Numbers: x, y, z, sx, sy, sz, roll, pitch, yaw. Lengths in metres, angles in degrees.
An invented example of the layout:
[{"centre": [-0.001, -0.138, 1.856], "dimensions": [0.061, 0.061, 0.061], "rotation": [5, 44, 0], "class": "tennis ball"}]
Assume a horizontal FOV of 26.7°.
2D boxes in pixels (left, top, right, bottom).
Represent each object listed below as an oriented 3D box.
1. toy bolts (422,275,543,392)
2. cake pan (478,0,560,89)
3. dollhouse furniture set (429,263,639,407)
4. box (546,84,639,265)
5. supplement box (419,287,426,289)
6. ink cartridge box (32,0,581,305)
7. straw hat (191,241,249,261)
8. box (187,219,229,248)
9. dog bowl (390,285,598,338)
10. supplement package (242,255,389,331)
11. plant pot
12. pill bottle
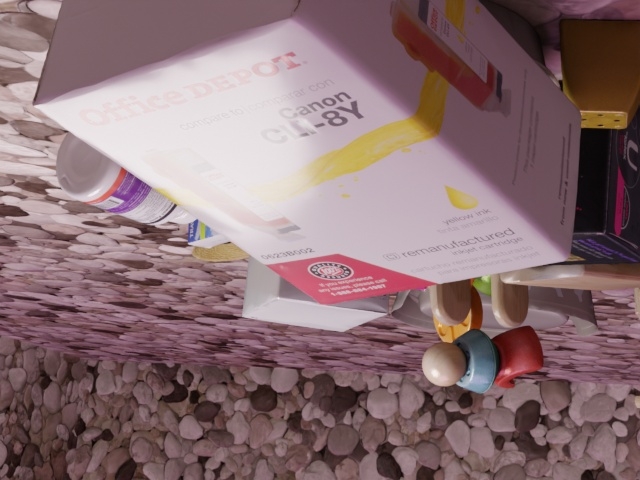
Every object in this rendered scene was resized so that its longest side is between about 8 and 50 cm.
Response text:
[{"centre": [0.180, 0.116, 1.881], "dimensions": [0.158, 0.229, 0.218], "rotation": [-2, 149, -28], "class": "toy bolts"}, {"centre": [0.083, -0.169, 1.291], "dimensions": [0.293, 0.054, 0.293], "rotation": [6, 168, 1], "class": "cake pan"}, {"centre": [0.392, 0.084, 1.693], "dimensions": [0.362, 0.257, 0.394], "rotation": [-8, 171, 43], "class": "dollhouse furniture set"}, {"centre": [0.206, -0.065, 1.450], "dimensions": [0.270, 0.165, 0.143], "rotation": [-2, 165, 31], "class": "box"}, {"centre": [0.043, 0.006, 1.981], "dimensions": [0.220, 0.114, 0.111], "rotation": [-1, 165, 20], "class": "supplement box"}, {"centre": [0.001, -0.110, 1.117], "dimensions": [0.279, 0.160, 0.384], "rotation": [-12, 146, 37], "class": "ink cartridge box"}, {"centre": [-0.129, -0.019, 2.060], "dimensions": [0.144, 0.061, 0.144], "rotation": [-9, 163, -3], "class": "straw hat"}, {"centre": [-0.126, -0.053, 1.789], "dimensions": [0.042, 0.109, 0.178], "rotation": [9, 168, -31], "class": "box"}, {"centre": [0.294, 0.091, 2.277], "dimensions": [0.348, 0.102, 0.349], "rotation": [6, 167, 1], "class": "dog bowl"}, {"centre": [0.000, 0.000, 1.755], "dimensions": [0.149, 0.203, 0.194], "rotation": [9, 168, -15], "class": "supplement package"}, {"centre": [0.259, -0.148, 1.238], "dimensions": [0.081, 0.083, 0.081], "rotation": [3, 168, 12], "class": "plant pot"}, {"centre": [-0.231, -0.081, 1.715], "dimensions": [0.108, 0.108, 0.193], "rotation": [-3, 165, 36], "class": "pill bottle"}]
